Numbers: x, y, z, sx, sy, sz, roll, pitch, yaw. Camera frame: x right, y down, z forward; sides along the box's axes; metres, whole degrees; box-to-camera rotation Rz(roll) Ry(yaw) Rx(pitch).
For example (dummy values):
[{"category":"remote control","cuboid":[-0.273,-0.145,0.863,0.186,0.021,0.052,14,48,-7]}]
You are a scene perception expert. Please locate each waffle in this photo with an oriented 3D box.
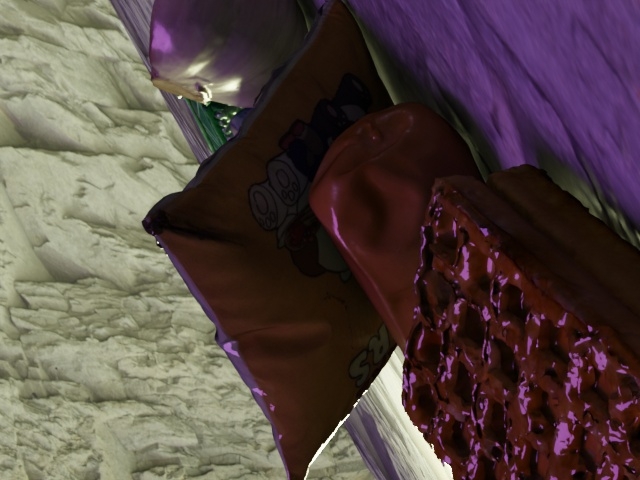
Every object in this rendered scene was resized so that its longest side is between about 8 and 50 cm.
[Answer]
[{"category":"waffle","cuboid":[0.157,0.105,0.947,0.308,0.091,0.213,-128,38,-53]}]

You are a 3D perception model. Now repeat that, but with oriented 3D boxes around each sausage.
[{"category":"sausage","cuboid":[0.085,0.007,1.182,0.241,0.136,0.120,63,171,-32]}]

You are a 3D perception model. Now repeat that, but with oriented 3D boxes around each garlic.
[{"category":"garlic","cuboid":[-0.078,-0.209,1.444,0.142,0.178,0.229,25,-176,14]}]

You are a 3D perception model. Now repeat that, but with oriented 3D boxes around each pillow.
[{"category":"pillow","cuboid":[0.000,0.000,1.276,0.119,0.310,0.312,3,133,34]}]

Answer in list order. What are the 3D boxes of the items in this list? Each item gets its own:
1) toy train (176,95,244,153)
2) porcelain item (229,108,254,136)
[{"category":"toy train","cuboid":[-0.105,-0.162,1.927,0.154,0.115,0.269,40,163,42]},{"category":"porcelain item","cuboid":[-0.010,-0.089,1.522,0.147,0.114,0.147,59,174,10]}]
